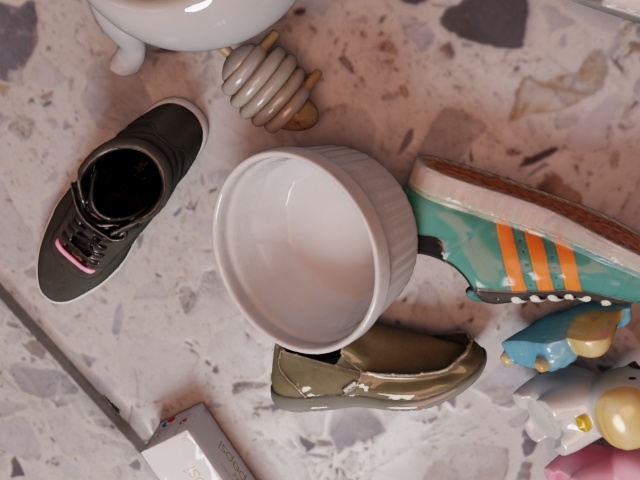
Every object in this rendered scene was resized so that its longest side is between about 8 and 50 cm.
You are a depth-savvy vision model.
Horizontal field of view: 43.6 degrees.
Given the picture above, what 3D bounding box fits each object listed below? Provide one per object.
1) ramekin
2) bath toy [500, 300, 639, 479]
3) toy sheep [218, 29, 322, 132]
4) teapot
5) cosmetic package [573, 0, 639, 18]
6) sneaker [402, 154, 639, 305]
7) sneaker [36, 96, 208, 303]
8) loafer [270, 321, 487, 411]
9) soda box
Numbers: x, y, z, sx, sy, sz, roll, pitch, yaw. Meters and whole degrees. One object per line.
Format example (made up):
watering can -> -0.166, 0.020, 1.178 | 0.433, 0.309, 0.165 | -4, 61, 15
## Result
ramekin -> 0.000, 0.000, 0.811 | 0.207, 0.109, 0.207 | 13, 113, 33
bath toy -> 0.323, 0.237, 0.870 | 0.129, 0.151, 0.349 | -27, 106, -20
toy sheep -> -0.055, -0.160, 0.813 | 0.132, 0.091, 0.091 | 40, 110, -11
teapot -> -0.095, -0.282, 0.728 | 0.255, 0.187, 0.253 | 8, 88, 18
cosmetic package -> 0.350, -0.346, 0.630 | 0.155, 0.197, 0.366 | 18, 108, 3
sneaker -> 0.219, 0.018, 0.823 | 0.302, 0.108, 0.121 | 23, 111, 9
sneaker -> -0.241, -0.023, 0.853 | 0.104, 0.147, 0.296 | 40, 111, -8
loafer -> 0.056, 0.133, 0.886 | 0.251, 0.094, 0.088 | -10, 111, 12
soda box -> -0.125, 0.314, 0.988 | 0.073, 0.069, 0.216 | -28, 102, 16
